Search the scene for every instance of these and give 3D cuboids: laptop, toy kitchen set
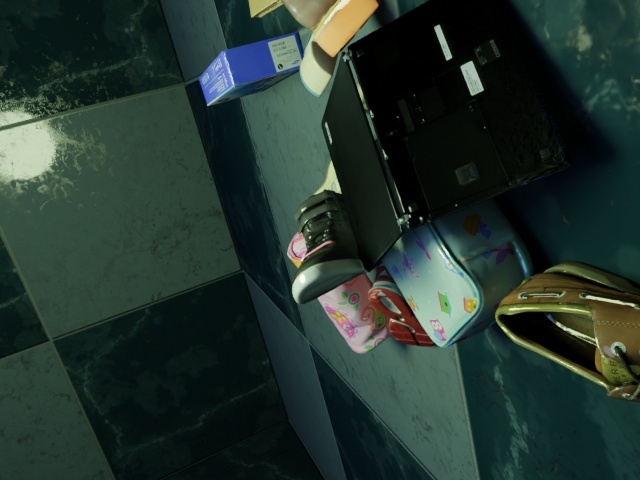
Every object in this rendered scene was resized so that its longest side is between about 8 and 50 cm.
[{"bbox_3d":[0.115,-0.119,0.603,0.136,0.264,0.235,20,-129,-63],"label":"laptop"},{"bbox_3d":[0.064,-0.288,0.764,0.122,0.165,0.207,146,140,-72],"label":"toy kitchen set"}]

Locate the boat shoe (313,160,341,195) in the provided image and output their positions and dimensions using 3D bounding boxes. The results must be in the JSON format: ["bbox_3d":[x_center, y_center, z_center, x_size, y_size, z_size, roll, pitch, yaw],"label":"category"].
[{"bbox_3d":[0.048,-0.071,0.973,0.285,0.104,0.089,107,142,-62],"label":"boat shoe"}]

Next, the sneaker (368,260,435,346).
[{"bbox_3d":[0.160,0.092,0.897,0.086,0.128,0.221,3,147,28],"label":"sneaker"}]

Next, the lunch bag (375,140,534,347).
[{"bbox_3d":[0.155,-0.005,0.719,0.224,0.107,0.279,94,152,-61],"label":"lunch bag"}]

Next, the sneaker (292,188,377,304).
[{"bbox_3d":[0.000,0.000,0.757,0.147,0.104,0.295,64,-165,5],"label":"sneaker"}]

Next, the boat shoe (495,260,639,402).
[{"bbox_3d":[0.284,0.100,0.447,0.307,0.104,0.111,15,123,69],"label":"boat shoe"}]

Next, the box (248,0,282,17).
[{"bbox_3d":[-0.077,-0.426,0.700,0.164,0.021,0.202,22,123,62],"label":"box"}]

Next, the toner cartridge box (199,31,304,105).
[{"bbox_3d":[-0.169,-0.384,1.184,0.347,0.165,0.075,-159,51,-68],"label":"toner cartridge box"}]

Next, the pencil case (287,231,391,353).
[{"bbox_3d":[0.049,0.092,1.004,0.284,0.124,0.124,58,171,-32],"label":"pencil case"}]

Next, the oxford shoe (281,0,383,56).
[{"bbox_3d":[0.061,-0.326,0.451,0.132,0.130,0.363,38,139,-11],"label":"oxford shoe"}]
